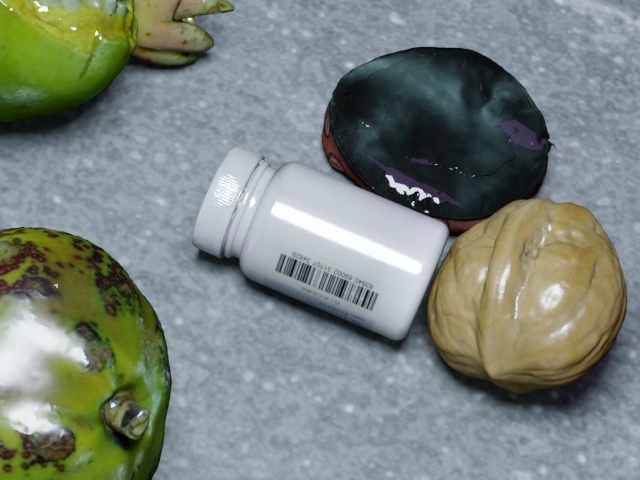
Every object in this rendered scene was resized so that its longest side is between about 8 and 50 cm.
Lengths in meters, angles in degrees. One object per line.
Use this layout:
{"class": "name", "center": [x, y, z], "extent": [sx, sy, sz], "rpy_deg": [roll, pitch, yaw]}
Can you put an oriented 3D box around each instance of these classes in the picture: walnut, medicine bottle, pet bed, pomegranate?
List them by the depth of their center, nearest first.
{"class": "pomegranate", "center": [-0.237, 0.093, 1.209], "extent": [0.276, 0.204, 0.222], "rpy_deg": [25, 66, 8]}
{"class": "walnut", "center": [0.164, 0.046, 1.369], "extent": [0.166, 0.149, 0.166], "rpy_deg": [-13, 43, 12]}
{"class": "medicine bottle", "center": [0.000, 0.000, 1.385], "extent": [0.186, 0.103, 0.103], "rpy_deg": [22, 54, 4]}
{"class": "pomegranate", "center": [-0.219, -0.204, 1.433], "extent": [0.302, 0.236, 0.236], "rpy_deg": [6, 48, -46]}
{"class": "pet bed", "center": [0.104, -0.088, 1.499], "extent": [0.201, 0.053, 0.201], "rpy_deg": [5, 55, -7]}
